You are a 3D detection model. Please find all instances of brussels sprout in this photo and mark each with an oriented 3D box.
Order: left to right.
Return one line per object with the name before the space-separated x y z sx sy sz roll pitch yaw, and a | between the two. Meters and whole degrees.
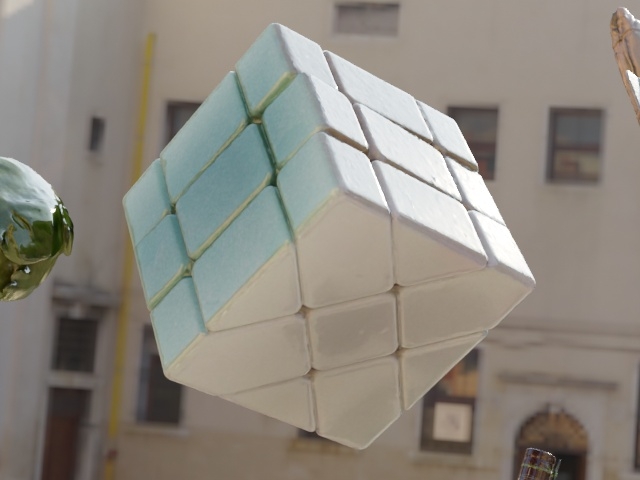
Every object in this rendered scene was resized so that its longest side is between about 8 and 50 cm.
brussels sprout | -0.286 -0.021 1.416 0.100 0.139 0.181 -48 -4 32

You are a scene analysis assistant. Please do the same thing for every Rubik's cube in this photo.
Rubik's cube | 0.000 0.000 1.848 0.318 0.316 0.322 25 -61 -35

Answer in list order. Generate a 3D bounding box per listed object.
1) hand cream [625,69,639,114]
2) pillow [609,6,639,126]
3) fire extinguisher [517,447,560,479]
hand cream | 0.383 -0.048 1.480 0.089 0.140 0.314 -31 -37 25
pillow | 0.436 -0.158 1.885 0.067 0.173 0.270 -27 -30 33
fire extinguisher | 0.270 0.355 2.085 0.064 0.158 0.043 11 -17 25
